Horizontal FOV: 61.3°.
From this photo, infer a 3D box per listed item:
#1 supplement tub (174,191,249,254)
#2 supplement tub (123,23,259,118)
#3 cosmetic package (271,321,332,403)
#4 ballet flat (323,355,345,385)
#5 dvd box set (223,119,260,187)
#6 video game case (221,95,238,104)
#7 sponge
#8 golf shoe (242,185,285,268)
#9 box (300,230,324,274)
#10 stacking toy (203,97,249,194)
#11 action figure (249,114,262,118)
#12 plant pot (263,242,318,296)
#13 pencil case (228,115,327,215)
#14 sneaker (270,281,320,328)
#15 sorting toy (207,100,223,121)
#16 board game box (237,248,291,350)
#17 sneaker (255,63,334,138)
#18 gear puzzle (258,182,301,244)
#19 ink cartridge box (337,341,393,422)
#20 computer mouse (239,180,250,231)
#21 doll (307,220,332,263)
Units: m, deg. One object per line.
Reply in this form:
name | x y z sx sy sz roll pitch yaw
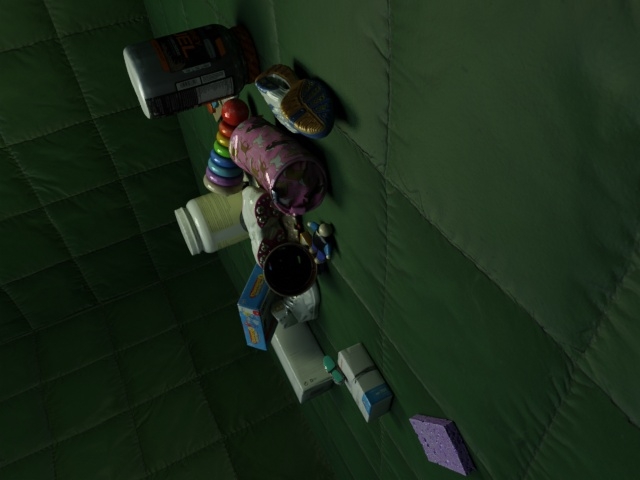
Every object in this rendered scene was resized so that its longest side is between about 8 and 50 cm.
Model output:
supplement tub | -0.413 -0.089 2.242 0.235 0.325 0.235 57 160 33
supplement tub | -0.360 -0.485 1.529 0.207 0.338 0.207 57 160 33
cosmetic package | -0.098 0.462 2.276 0.385 0.156 0.217 62 162 24
ballet flat | 0.043 0.407 1.673 0.114 0.041 0.041 -128 22 -48
dvd box set | -0.263 -0.250 2.026 0.420 0.062 0.307 66 163 5
video game case | -0.359 -0.594 1.945 0.227 0.026 0.206 68 164 -3
sponge | 0.287 0.483 1.293 0.117 0.031 0.210 65 164 7
golf shoe | -0.194 -0.048 1.787 0.140 0.115 0.306 38 139 38
box | -0.022 0.044 1.709 0.136 0.028 0.081 55 160 31
stacking toy | -0.309 -0.324 1.822 0.141 0.141 0.330 53 139 41
action figure | -0.210 -0.388 1.740 0.038 0.030 0.115 69 166 -19
plant pot | -0.105 0.083 1.708 0.165 0.167 0.167 -158 47 -78
pencil case | -0.125 -0.210 1.469 0.160 0.167 0.386 53 176 -39
sneaker | -0.097 0.219 1.924 0.292 0.169 0.108 89 155 -49
sorting toy | -0.467 -0.648 2.186 0.307 0.041 0.229 68 164 -2
board game box | -0.203 0.210 2.061 0.302 0.086 0.308 90 -163 -51
sneaker | -0.038 -0.296 1.227 0.296 0.112 0.131 53 176 44
gear puzzle | -0.126 -0.121 1.755 0.175 0.044 0.338 30 142 34
ink cartridge box | 0.131 0.426 1.622 0.139 0.082 0.190 90 155 -53
computer mouse | -0.283 -0.119 2.036 0.184 0.060 0.262 67 163 1
doll | 0.000 0.000 1.545 0.129 0.046 0.189 62 163 16
